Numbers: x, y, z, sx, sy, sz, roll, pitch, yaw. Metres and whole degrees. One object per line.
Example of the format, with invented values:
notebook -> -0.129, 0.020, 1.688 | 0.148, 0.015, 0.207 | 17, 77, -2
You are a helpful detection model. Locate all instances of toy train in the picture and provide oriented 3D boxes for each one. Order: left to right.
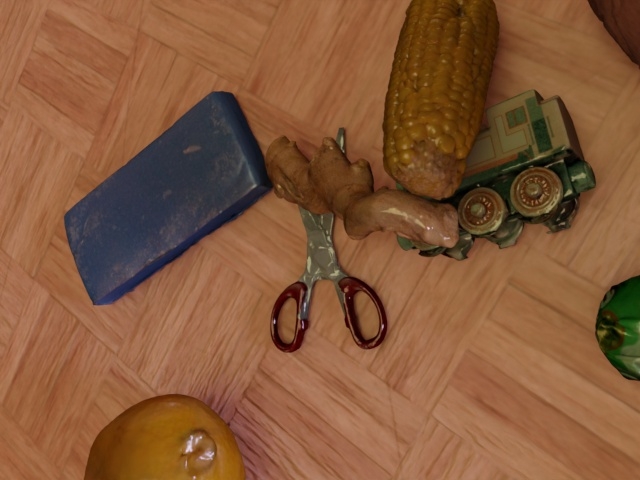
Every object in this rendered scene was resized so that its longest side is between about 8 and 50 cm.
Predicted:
toy train -> 0.154, -0.055, 0.613 | 0.194, 0.080, 0.125 | -19, 69, 31

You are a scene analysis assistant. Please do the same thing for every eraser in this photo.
eraser -> -0.207, -0.047, 0.826 | 0.312, 0.042, 0.144 | -32, 73, 23

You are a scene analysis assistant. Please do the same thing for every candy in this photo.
candy -> 0.384, 0.071, 0.489 | 0.323, 0.097, 0.097 | -1, 87, 21

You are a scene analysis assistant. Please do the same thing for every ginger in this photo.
ginger -> 0.024, -0.053, 0.639 | 0.288, 0.075, 0.089 | 26, 101, 53

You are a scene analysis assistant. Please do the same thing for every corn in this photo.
corn -> 0.109, -0.149, 0.588 | 0.097, 0.097, 0.262 | -6, 52, 28

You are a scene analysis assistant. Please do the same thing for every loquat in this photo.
loquat -> -0.177, 0.277, 0.721 | 0.234, 0.176, 0.187 | -53, 23, 35

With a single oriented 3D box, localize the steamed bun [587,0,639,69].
steamed bun -> 0.341, -0.185, 0.435 | 0.199, 0.251, 0.301 | -38, 74, 10

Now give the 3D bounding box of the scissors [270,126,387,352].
scissors -> 0.000, 0.000, 0.727 | 0.144, 0.017, 0.248 | -7, 82, 27
